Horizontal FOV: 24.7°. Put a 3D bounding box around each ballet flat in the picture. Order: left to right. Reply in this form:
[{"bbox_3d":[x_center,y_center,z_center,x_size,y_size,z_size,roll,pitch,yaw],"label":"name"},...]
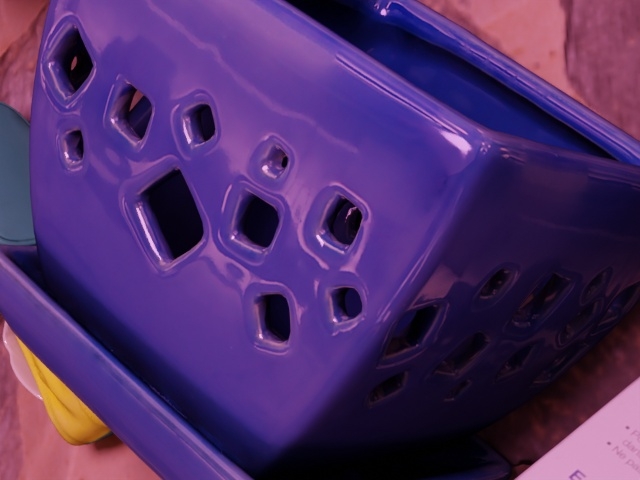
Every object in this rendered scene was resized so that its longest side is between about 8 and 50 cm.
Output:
[{"bbox_3d":[-0.176,0.022,0.874,0.077,0.077,0.231,-49,62,34],"label":"ballet flat"}]

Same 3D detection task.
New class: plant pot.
[{"bbox_3d":[0.000,0.000,0.673,0.236,0.236,0.212,37,109,30],"label":"plant pot"}]

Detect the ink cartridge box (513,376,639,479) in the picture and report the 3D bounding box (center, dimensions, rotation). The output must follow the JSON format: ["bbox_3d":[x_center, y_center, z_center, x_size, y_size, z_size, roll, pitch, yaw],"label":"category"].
[{"bbox_3d":[0.249,0.144,0.508,0.324,0.330,0.071,40,148,31],"label":"ink cartridge box"}]
